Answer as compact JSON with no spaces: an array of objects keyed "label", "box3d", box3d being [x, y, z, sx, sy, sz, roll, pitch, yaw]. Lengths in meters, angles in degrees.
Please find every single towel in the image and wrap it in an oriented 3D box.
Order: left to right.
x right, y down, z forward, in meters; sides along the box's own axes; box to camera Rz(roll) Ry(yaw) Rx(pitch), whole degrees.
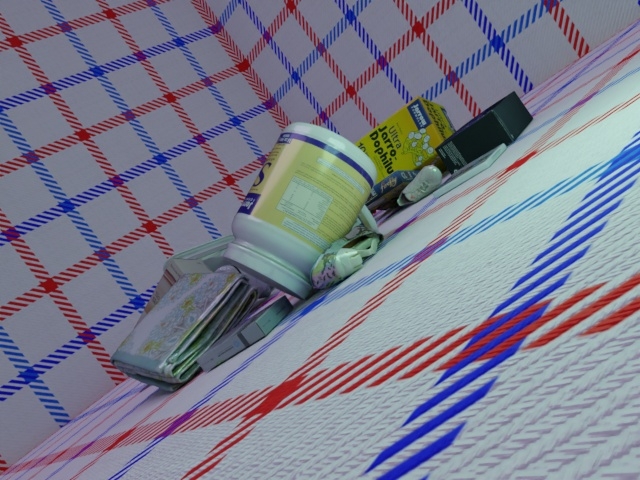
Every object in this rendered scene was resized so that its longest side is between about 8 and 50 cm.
[{"label":"towel","box3d":[-0.347,0.217,1.518,0.374,0.090,0.320,-4,40,51]}]

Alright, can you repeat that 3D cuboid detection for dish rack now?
[{"label":"dish rack","box3d":[-0.376,0.148,2.061,0.285,0.072,0.333,-21,-41,-22]}]

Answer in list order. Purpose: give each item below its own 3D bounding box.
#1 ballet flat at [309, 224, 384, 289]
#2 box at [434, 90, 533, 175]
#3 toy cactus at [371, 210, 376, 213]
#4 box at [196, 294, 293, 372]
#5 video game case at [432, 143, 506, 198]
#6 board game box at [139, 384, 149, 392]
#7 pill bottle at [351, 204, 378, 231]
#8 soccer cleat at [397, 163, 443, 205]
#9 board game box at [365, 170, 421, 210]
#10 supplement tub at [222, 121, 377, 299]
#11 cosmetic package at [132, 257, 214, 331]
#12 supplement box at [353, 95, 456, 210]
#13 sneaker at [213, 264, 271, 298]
[{"label":"ballet flat","box3d":[0.064,0.029,1.228,0.079,0.077,0.221,-1,24,35]},{"label":"box","box3d":[0.440,-0.286,1.607,0.184,0.103,0.261,-30,5,36]},{"label":"toy cactus","box3d":[0.193,-0.136,2.224,0.219,0.112,0.180,-27,6,-43]},{"label":"box","box3d":[-0.160,0.198,1.287,0.186,0.038,0.145,-33,3,26]},{"label":"video game case","box3d":[0.353,-0.165,1.426,0.157,0.019,0.143,-32,5,41]},{"label":"board game box","box3d":[-0.514,0.418,1.917,0.168,0.033,0.133,-35,3,22]},{"label":"pill bottle","box3d":[0.000,0.000,1.507,0.264,0.153,0.153,-35,3,-6]},{"label":"soccer cleat","box3d":[0.271,-0.143,1.643,0.076,0.068,0.196,-42,-2,-21]},{"label":"board game box","box3d":[0.227,-0.151,1.809,0.165,0.042,0.243,-33,-13,30]},{"label":"supplement tub","box3d":[-0.046,-0.061,1.321,0.331,0.241,0.241,-62,8,-10]},{"label":"cosmetic package","box3d":[-0.440,0.216,1.859,0.129,0.153,0.296,9,-64,-53]},{"label":"supplement box","box3d":[0.260,-0.270,1.951,0.356,0.194,0.195,-34,-19,31]},{"label":"sneaker","box3d":[-0.292,0.198,2.006,0.210,0.137,0.366,-15,-29,-45]}]
